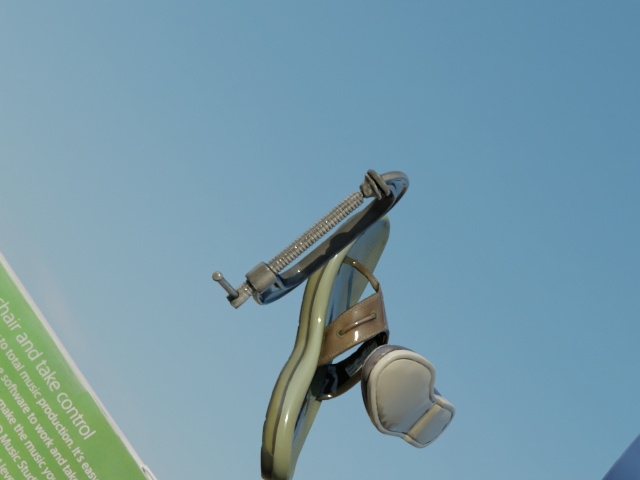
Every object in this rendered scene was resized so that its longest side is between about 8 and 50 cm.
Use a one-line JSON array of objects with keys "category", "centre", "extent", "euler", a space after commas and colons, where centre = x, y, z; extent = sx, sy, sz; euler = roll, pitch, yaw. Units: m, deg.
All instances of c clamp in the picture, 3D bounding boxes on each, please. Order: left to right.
[{"category": "c clamp", "centre": [0.000, 0.000, 1.216], "extent": [0.022, 0.161, 0.137], "euler": [49, -9, 15]}]

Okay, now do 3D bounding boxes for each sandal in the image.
[{"category": "sandal", "centre": [0.020, 0.111, 1.754], "extent": [0.086, 0.302, 0.120], "euler": [13, -24, 15]}]

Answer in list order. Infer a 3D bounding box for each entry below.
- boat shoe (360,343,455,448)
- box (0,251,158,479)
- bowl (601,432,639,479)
[{"category": "boat shoe", "centre": [0.065, 0.133, 1.591], "extent": [0.065, 0.075, 0.206], "euler": [43, -3, 27]}, {"category": "box", "centre": [-0.275, 0.122, 0.880], "extent": [0.232, 0.322, 0.058], "euler": [58, -11, -8]}, {"category": "bowl", "centre": [0.329, 0.119, 1.206], "extent": [0.077, 0.391, 0.391], "euler": [46, -17, 22]}]
